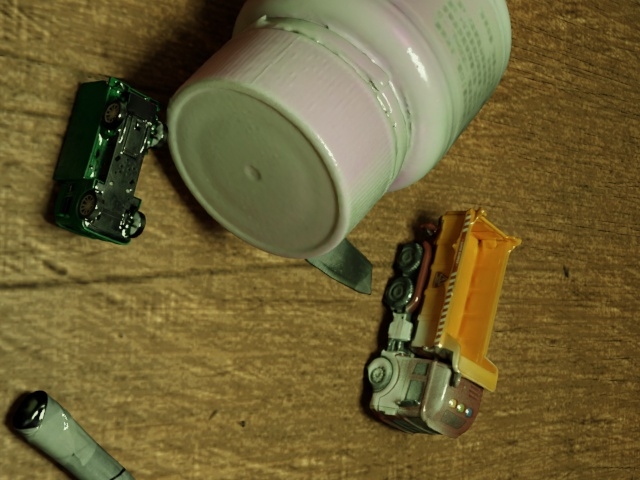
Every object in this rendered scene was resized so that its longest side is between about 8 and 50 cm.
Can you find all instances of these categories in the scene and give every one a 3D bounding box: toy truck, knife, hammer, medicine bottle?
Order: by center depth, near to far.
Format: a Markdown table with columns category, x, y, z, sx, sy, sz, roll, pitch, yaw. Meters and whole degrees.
| category | x | y | z | sx | sy | sz | roll | pitch | yaw |
| --- | --- | --- | --- | --- | --- | --- | --- | --- | --- |
| toy truck | -0.196 | -0.071 | 0.993 | 0.065 | 0.079 | 0.147 | 25 | 70 | -45 |
| hammer | -0.148 | 0.282 | 1.069 | 0.427 | 0.044 | 0.152 | 54 | 54 | -30 |
| medicine bottle | 0.022 | -0.158 | 1.094 | 0.325 | 0.256 | 0.256 | -51 | 124 | -36 |
| knife | 0.000 | 0.000 | 1.244 | 0.230 | 0.028 | 0.060 | 45 | 71 | -40 |
| toy truck | 0.154 | 0.102 | 1.317 | 0.114 | 0.135 | 0.270 | 32 | 67 | -42 |
